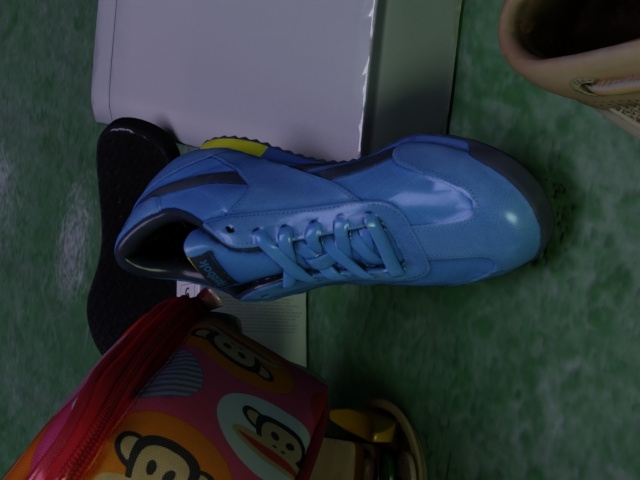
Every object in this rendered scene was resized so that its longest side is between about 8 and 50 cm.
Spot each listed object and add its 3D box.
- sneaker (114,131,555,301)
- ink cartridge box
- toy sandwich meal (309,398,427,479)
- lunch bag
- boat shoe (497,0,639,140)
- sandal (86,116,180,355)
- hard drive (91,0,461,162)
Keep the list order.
[{"bbox_3d":[0.000,0.000,0.782,0.209,0.082,0.069,4,124,39],"label":"sneaker"},{"bbox_3d":[-0.040,0.022,0.936,0.029,0.062,0.115,-13,76,60],"label":"ink cartridge box"},{"bbox_3d":[0.019,0.111,0.849,0.085,0.029,0.086,-11,78,62],"label":"toy sandwich meal"},{"bbox_3d":[-0.104,0.170,0.825,0.293,0.120,0.258,-58,0,16],"label":"lunch bag"},{"bbox_3d":[0.167,-0.099,0.476,0.341,0.110,0.122,-38,40,57],"label":"boat shoe"},{"bbox_3d":[-0.097,0.005,1.053,0.040,0.067,0.179,-52,-27,-52],"label":"sandal"},{"bbox_3d":[-0.033,-0.160,0.958,0.353,0.047,0.233,18,103,61],"label":"hard drive"}]
